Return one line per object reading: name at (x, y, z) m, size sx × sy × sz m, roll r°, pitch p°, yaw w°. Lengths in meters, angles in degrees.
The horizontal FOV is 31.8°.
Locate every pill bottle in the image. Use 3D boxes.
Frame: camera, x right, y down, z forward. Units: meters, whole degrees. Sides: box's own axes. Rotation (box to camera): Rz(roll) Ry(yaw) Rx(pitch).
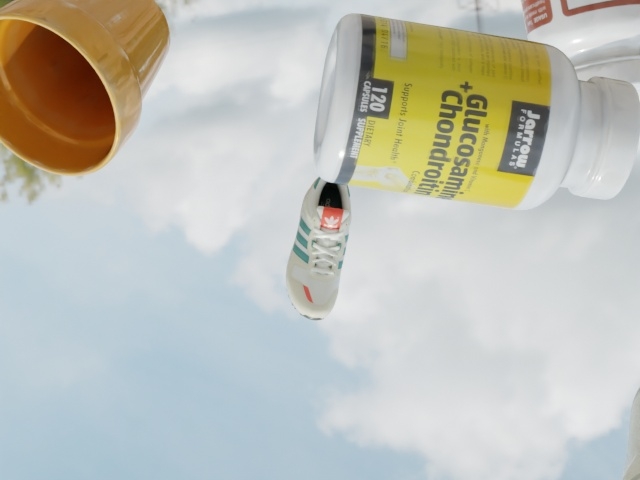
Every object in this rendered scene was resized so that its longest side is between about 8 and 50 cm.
pill bottle at (0.250, -0.243, 1.072) m, size 0.121 × 0.216 × 0.121 m, roll -10°, pitch 179°, yaw 0°
pill bottle at (0.093, -0.074, 0.683) m, size 0.184 × 0.103 × 0.103 m, roll 8°, pitch -160°, yaw -6°

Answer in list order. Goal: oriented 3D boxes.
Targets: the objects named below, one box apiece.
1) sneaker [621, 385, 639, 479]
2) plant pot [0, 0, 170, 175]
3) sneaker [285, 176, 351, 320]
sneaker at (0.190, 0.200, 0.624) m, size 0.118 × 0.110 × 0.292 m, roll 14°, pitch -121°, yaw -11°
plant pot at (-0.275, -0.210, 1.311) m, size 0.205 × 0.205 × 0.188 m, roll 2°, pitch -144°, yaw 27°
sneaker at (0.000, 0.000, 1.170) m, size 0.057 × 0.161 × 0.075 m, roll 11°, pitch 158°, yaw -5°
